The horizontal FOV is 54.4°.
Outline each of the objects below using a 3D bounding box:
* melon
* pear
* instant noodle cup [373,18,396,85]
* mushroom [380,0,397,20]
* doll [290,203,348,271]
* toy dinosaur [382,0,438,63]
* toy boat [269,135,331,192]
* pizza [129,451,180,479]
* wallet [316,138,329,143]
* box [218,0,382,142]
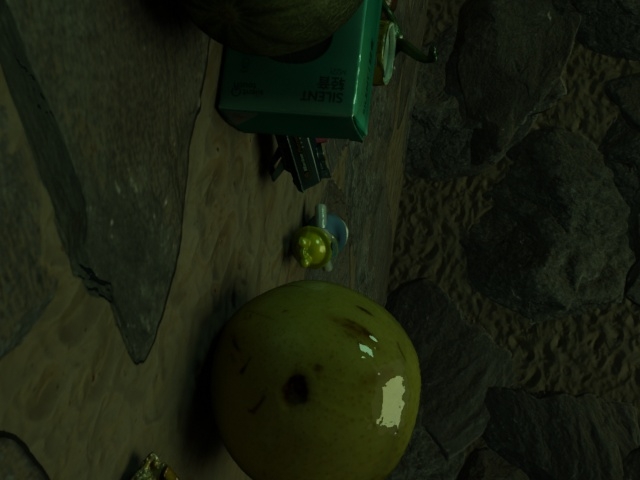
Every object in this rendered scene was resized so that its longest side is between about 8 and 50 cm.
[{"bbox_3d":[-0.049,-0.342,0.710,0.237,0.238,0.301,81,26,-48],"label":"melon"},{"bbox_3d":[-0.010,0.231,0.980,0.348,0.349,0.348,7,90,-76],"label":"pear"},{"bbox_3d":[0.087,-0.423,1.400,0.182,0.144,0.182,7,90,-76],"label":"instant noodle cup"},{"bbox_3d":[0.185,-0.712,1.791,0.170,0.080,0.135,84,9,-52],"label":"mushroom"},{"bbox_3d":[-0.001,-0.001,1.354,0.135,0.099,0.241,-63,171,19],"label":"doll"},{"bbox_3d":[0.188,-0.453,1.569,0.300,0.087,0.447,59,-8,16],"label":"toy dinosaur"},{"bbox_3d":[-0.060,-0.197,1.057,0.093,0.103,0.246,-105,178,-59],"label":"toy boat"},{"bbox_3d":[-0.208,0.337,0.765,0.182,0.063,0.161,-19,114,-73],"label":"pizza"},{"bbox_3d":[-0.009,-0.261,1.318,0.232,0.025,0.119,-35,141,-70],"label":"wallet"},{"bbox_3d":[-0.020,-0.313,0.904,0.118,0.205,0.311,13,84,-74],"label":"box"}]
